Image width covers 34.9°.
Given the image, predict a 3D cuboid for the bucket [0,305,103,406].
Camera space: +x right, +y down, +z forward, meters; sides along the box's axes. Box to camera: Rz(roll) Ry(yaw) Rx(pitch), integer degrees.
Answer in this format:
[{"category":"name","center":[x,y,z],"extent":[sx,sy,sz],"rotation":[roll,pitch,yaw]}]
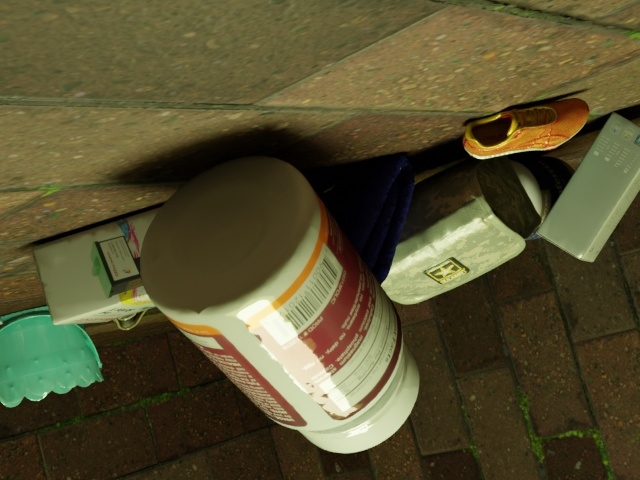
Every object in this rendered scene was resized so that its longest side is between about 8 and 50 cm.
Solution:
[{"category":"bucket","center":[-0.622,0.251,2.188],"extent":[0.281,0.183,0.281],"rotation":[-16,174,-2]}]

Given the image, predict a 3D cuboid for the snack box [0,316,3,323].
[{"category":"snack box","center":[-0.611,0.136,1.590],"extent":[0.187,0.060,0.322],"rotation":[-27,177,-14]}]

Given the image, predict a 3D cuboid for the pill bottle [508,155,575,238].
[{"category":"pill bottle","center":[0.349,-0.072,1.818],"extent":[0.153,0.153,0.265],"rotation":[-20,173,39]}]

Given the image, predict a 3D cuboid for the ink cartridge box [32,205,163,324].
[{"category":"ink cartridge box","center":[-0.232,0.029,1.444],"extent":[0.278,0.117,0.201],"rotation":[-17,174,8]}]

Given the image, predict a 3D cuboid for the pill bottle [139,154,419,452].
[{"category":"pill bottle","center":[-0.030,0.096,1.261],"extent":[0.224,0.224,0.392],"rotation":[-17,138,17]}]

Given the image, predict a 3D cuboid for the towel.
[{"category":"towel","center":[0.000,0.000,1.524],"extent":[0.076,0.227,0.308],"rotation":[34,147,-26]}]

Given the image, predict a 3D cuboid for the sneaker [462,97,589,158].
[{"category":"sneaker","center":[0.279,-0.152,1.365],"extent":[0.175,0.064,0.067],"rotation":[-18,164,0]}]

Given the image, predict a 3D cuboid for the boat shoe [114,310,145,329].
[{"category":"boat shoe","center":[-0.375,0.120,2.047],"extent":[0.105,0.089,0.285],"rotation":[-13,173,-17]}]

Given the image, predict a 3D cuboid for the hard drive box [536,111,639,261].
[{"category":"hard drive box","center":[0.473,-0.083,1.706],"extent":[0.232,0.089,0.181],"rotation":[-59,161,8]}]

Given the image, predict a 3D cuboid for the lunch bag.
[{"category":"lunch bag","center":[0.193,-0.016,1.578],"extent":[0.235,0.169,0.287],"rotation":[-28,-179,24]}]
